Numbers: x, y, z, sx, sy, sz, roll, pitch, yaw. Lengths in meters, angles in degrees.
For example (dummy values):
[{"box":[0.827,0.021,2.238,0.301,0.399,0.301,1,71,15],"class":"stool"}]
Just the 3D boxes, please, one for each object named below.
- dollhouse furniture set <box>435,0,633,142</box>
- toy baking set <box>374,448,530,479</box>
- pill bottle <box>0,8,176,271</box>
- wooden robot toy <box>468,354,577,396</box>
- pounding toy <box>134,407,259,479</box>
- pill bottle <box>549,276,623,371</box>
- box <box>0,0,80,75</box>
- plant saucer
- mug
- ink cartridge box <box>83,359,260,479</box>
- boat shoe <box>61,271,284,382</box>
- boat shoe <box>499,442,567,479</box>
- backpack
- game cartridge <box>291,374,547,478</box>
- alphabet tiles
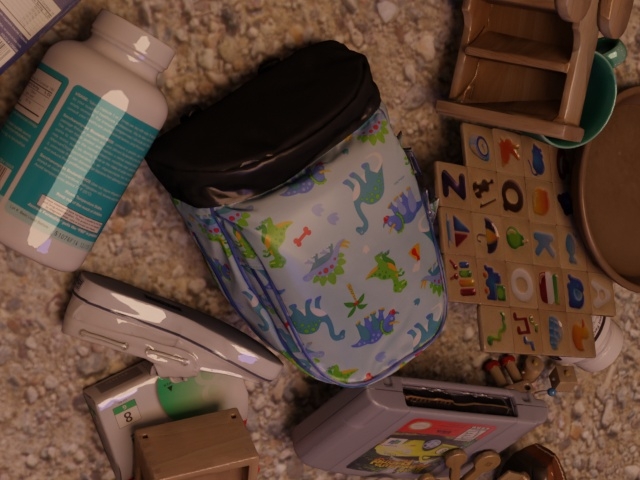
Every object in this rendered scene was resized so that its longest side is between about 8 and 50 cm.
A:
[{"box":[0.168,-0.262,1.663,0.394,0.362,0.256,1,101,-61],"class":"dollhouse furniture set"},{"box":[0.151,0.347,2.017,0.256,0.030,0.197,-26,137,7],"class":"toy baking set"},{"box":[-0.258,-0.110,1.603,0.146,0.146,0.264,30,92,-33],"class":"pill bottle"},{"box":[0.260,0.207,2.066,0.173,0.076,0.079,-13,148,-25],"class":"wooden robot toy"},{"box":[-0.189,0.304,1.786,0.206,0.094,0.181,-11,134,-19],"class":"pounding toy"},{"box":[0.318,0.098,2.019,0.193,0.108,0.108,37,88,-34],"class":"pill bottle"},{"box":[-0.305,-0.293,1.577,0.225,0.036,0.136,-44,123,-7],"class":"box"},{"box":[0.426,-0.067,2.015,0.278,0.041,0.278,0,90,-39],"class":"plant saucer"},{"box":[0.305,-0.191,1.915,0.157,0.097,0.129,-10,111,-27],"class":"mug"},{"box":[-0.168,0.241,1.834,0.181,0.056,0.225,-25,116,-19],"class":"ink cartridge box"},{"box":[-0.172,0.120,1.743,0.258,0.095,0.084,24,97,-7],"class":"boat shoe"},{"box":[0.338,0.411,2.144,0.120,0.122,0.324,-30,127,-23],"class":"boat shoe"},{"box":[0.000,0.000,1.747,0.290,0.273,0.356,-32,134,-23],"class":"backpack"},{"box":[0.122,0.243,1.928,0.294,0.196,0.060,10,58,-34],"class":"game cartridge"},{"box":[0.263,0.004,1.901,0.342,0.011,0.285,7,73,-44],"class":"alphabet tiles"}]
